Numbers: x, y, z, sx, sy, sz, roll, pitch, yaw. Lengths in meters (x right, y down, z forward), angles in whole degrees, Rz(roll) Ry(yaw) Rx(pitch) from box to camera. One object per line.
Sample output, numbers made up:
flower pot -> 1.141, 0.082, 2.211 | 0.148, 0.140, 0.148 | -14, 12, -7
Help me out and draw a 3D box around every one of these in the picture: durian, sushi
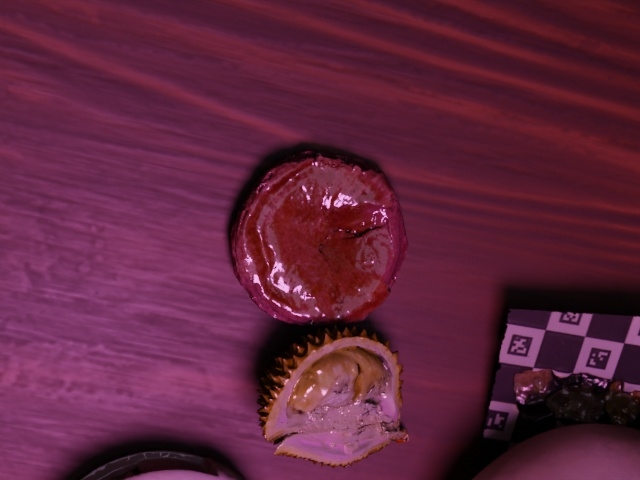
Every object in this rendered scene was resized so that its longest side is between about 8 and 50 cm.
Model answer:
durian -> 0.021, 0.154, 1.458 | 0.208, 0.102, 0.146 | 30, 92, -38
sushi -> 0.276, 0.151, 1.536 | 0.215, 0.050, 0.192 | 5, 112, -10

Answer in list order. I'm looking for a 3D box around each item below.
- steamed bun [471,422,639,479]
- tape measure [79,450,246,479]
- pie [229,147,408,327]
steamed bun -> 0.262, 0.336, 1.471 | 0.324, 0.206, 0.324 | -3, 107, -11
tape measure -> -0.161, 0.333, 1.414 | 0.265, 0.130, 0.258 | -36, 101, -7
pie -> 0.000, 0.000, 1.450 | 0.182, 0.049, 0.182 | -1, 92, -15
